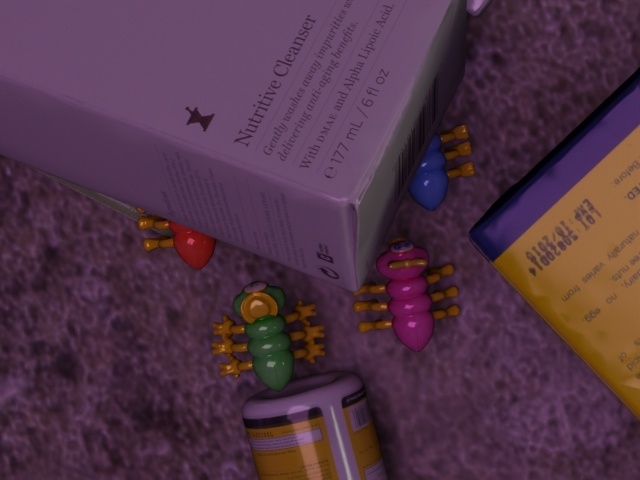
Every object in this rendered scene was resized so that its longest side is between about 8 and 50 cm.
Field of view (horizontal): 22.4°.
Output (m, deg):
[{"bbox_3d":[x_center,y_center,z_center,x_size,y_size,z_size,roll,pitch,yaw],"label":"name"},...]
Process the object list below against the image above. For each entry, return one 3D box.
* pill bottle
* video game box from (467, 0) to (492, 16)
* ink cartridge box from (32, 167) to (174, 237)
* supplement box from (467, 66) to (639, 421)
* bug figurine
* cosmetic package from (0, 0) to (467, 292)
[{"bbox_3d":[0.006,0.206,1.314,0.103,0.103,0.184,-14,93,12],"label":"pill bottle"},{"bbox_3d":[0.111,-0.311,1.268,0.187,0.048,0.205,38,101,3],"label":"video game box"},{"bbox_3d":[-0.142,-0.144,1.331,0.171,0.056,0.235,27,102,7],"label":"ink cartridge box"},{"bbox_3d":[0.304,0.049,1.168,0.194,0.195,0.356,-43,87,14],"label":"supplement box"},{"bbox_3d":[0.000,0.000,1.283,0.279,0.072,0.216,-15,98,-1],"label":"bug figurine"},{"bbox_3d":[-0.105,-0.141,1.195,0.385,0.156,0.217,20,67,12],"label":"cosmetic package"}]
